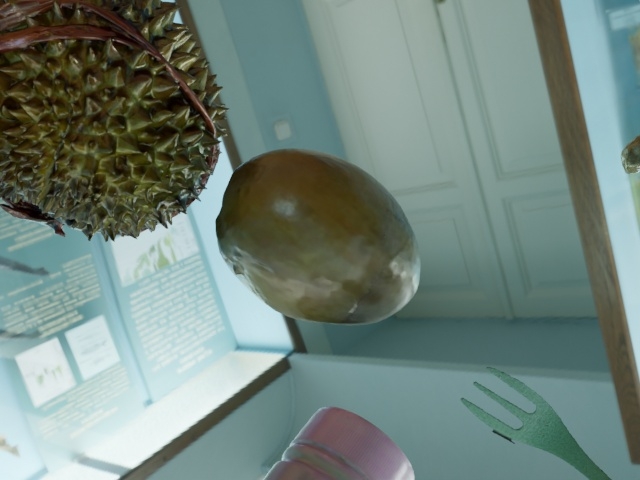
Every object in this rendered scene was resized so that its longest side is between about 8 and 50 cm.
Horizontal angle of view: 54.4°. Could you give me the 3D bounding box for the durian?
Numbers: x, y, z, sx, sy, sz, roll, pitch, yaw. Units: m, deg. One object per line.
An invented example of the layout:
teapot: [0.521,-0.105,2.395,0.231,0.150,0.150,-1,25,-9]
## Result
durian: [-0.274,-0.162,0.756,0.348,0.347,0.384,-22,-142,-20]

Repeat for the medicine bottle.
medicine bottle: [-0.017,0.433,0.933,0.202,0.202,0.316,-4,-146,47]

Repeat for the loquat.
loquat: [0.000,0.000,0.659,0.227,0.179,0.179,24,-164,-1]

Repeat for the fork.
fork: [0.191,0.164,0.382,0.039,0.235,0.021,-56,163,16]

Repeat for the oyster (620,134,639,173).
oyster: [0.406,-0.148,0.490,0.341,0.110,0.166,-14,-136,10]
